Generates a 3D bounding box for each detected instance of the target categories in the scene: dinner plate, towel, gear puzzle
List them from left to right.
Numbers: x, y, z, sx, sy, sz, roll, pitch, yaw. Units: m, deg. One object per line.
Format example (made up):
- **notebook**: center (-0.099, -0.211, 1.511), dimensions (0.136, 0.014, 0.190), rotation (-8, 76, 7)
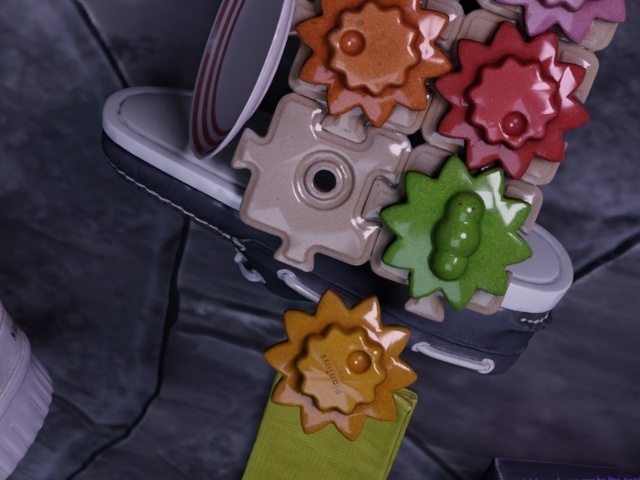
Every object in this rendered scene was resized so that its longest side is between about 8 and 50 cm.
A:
- **dinner plate**: center (-0.040, -0.110, 0.869), dimensions (0.017, 0.141, 0.141), rotation (16, 131, -19)
- **towel**: center (-0.008, 0.182, 1.155), dimensions (0.102, 0.021, 0.237), rotation (18, 129, 0)
- **gear puzzle**: center (0.045, -0.048, 0.851), dimensions (0.175, 0.044, 0.339), rotation (21, 100, -1)

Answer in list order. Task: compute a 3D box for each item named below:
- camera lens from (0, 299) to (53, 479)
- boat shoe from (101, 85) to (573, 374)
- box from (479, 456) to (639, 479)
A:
- **camera lens**: center (-0.339, 0.064, 1.028), dimensions (0.219, 0.219, 0.274), rotation (-26, 116, 30)
- **boat shoe**: center (0.000, 0.000, 0.955), dimensions (0.302, 0.114, 0.091), rotation (24, 123, -2)
- **box**: center (0.173, 0.297, 1.014), dimensions (0.143, 0.270, 0.165), rotation (8, 132, -22)
